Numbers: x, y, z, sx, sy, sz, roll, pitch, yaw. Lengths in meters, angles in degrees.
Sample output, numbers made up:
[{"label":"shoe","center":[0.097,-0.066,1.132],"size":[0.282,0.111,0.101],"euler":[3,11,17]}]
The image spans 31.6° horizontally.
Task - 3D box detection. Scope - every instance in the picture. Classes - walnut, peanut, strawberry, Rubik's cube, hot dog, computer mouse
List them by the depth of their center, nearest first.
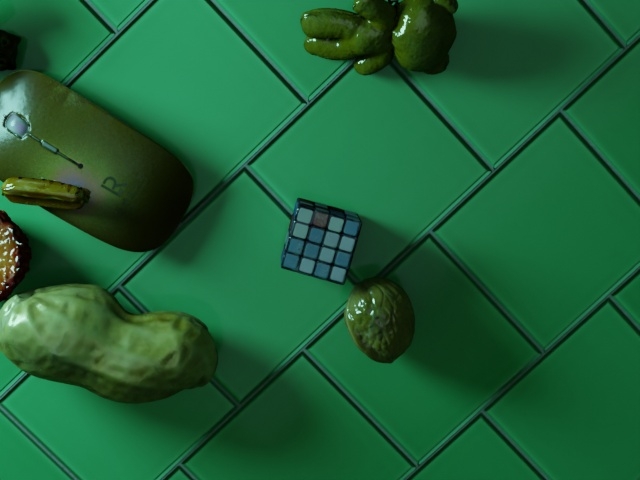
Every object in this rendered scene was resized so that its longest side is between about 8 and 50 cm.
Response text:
[{"label":"hot dog","center":[-0.365,-0.066,1.501],"size":[0.122,0.049,0.037],"euler":[6,69,0]},{"label":"computer mouse","center":[-0.325,-0.106,1.550],"size":[0.310,0.072,0.158],"euler":[32,95,-6]},{"label":"strawberry","center":[-0.462,0.022,1.551],"size":[0.145,0.086,0.145],"euler":[-1,77,3]},{"label":"peanut","center":[-0.293,0.142,1.561],"size":[0.305,0.147,0.147],"euler":[19,98,-6]},{"label":"Rubik's cube","center":[0.000,0.000,1.566],"size":[0.092,0.092,0.092],"euler":[16,98,-4]},{"label":"walnut","center":[0.084,0.112,1.584],"size":[0.105,0.105,0.124],"euler":[-16,91,1]}]

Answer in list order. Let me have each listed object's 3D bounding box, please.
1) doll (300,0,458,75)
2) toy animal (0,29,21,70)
[{"label":"doll","center":[0.079,-0.288,1.527],"size":[0.209,0.097,0.137],"euler":[5,138,4]},{"label":"toy animal","center":[-0.498,-0.280,1.513],"size":[0.179,0.116,0.218],"euler":[4,124,-35]}]
